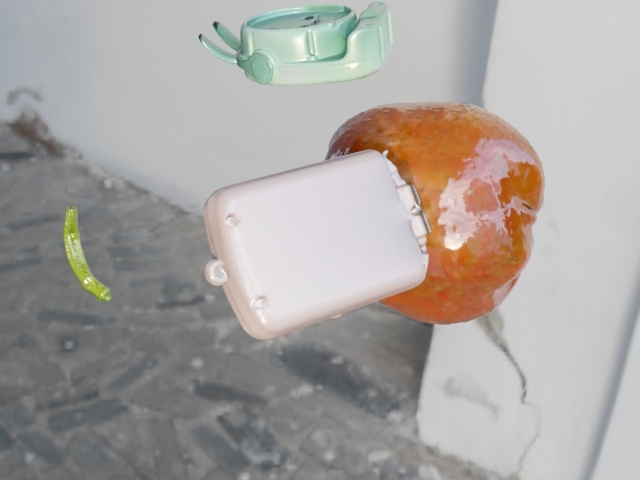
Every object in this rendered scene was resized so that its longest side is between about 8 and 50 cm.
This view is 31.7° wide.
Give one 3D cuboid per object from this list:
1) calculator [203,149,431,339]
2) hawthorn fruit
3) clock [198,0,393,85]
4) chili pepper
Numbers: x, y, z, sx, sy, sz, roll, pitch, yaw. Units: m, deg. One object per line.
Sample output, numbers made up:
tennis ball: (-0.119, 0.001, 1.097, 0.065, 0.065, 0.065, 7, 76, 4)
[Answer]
calculator: (0.000, 0.000, 0.723, 0.175, 0.100, 0.032, -17, -5, -35)
hawthorn fruit: (0.084, -0.028, 0.887, 0.189, 0.189, 0.189, 4, 33, -2)
clock: (-0.017, -0.144, 0.820, 0.135, 0.041, 0.101, -2, 24, 10)
chili pepper: (-0.192, 0.013, 0.920, 0.030, 0.083, 0.017, -28, -4, 28)
